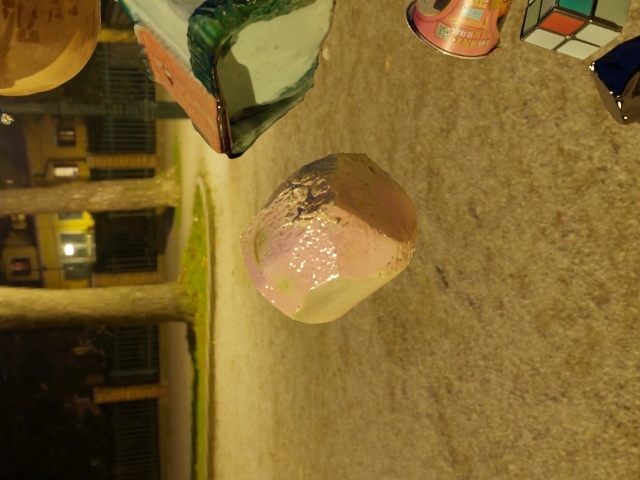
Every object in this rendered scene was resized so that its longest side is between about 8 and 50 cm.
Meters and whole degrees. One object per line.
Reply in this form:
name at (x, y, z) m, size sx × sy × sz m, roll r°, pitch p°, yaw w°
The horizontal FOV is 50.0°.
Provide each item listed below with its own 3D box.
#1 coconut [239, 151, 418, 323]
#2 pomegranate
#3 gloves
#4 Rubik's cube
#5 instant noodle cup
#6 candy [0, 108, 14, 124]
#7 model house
coconut at (0.000, 0.000, 1.043) m, size 0.245 × 0.233 × 0.233 m, roll -41°, pitch 48°, yaw 36°
pomegranate at (-0.644, -0.442, 1.363) m, size 0.410 × 0.410 × 0.410 m, roll 178°, pitch 90°, yaw -74°
gloves at (0.604, -0.304, 1.137) m, size 0.197 × 0.301 × 0.152 m, roll 46°, pitch 179°, yaw -42°
Rubik's cube at (0.567, -0.530, 1.514) m, size 0.180 × 0.167 × 0.183 m, roll 154°, pitch 130°, yaw -82°
instant noodle cup at (0.343, -0.576, 1.537) m, size 0.255 × 0.244 × 0.244 m, roll 113°, pitch 150°, yaw -53°
candy at (-0.546, -0.212, 1.172) m, size 0.083 × 0.030 × 0.020 m, roll 14°, pitch 79°, yaw 52°
model house at (-0.151, -0.283, 0.837) m, size 0.291 × 0.184 × 0.253 m, roll 41°, pitch 162°, yaw 10°
